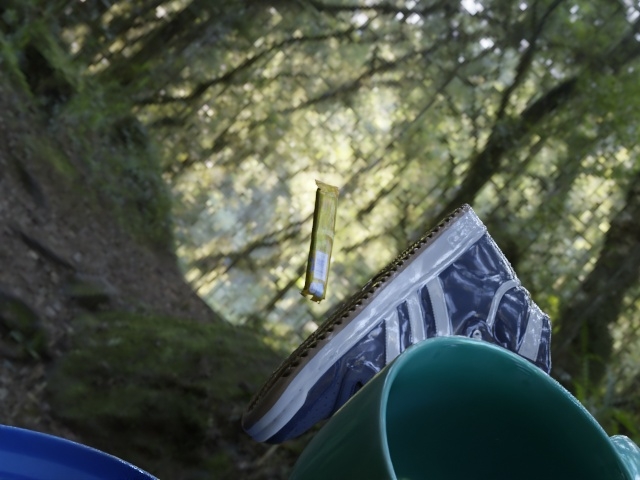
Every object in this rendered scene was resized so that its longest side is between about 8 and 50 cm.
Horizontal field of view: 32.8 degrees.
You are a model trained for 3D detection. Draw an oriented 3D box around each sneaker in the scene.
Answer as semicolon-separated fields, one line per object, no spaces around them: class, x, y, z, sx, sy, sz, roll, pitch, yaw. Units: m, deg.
sneaker;0.077;0.103;0.869;0.153;0.282;0.099;50;-31;-1

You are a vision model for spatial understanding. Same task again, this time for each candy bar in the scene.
candy bar;0.000;0.000;1.374;0.040;0.161;0.018;21;-23;-35

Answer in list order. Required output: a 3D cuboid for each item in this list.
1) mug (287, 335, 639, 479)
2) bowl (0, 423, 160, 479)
mug;0.060;0.121;0.424;0.157;0.097;0.129;27;38;-20
bowl;-0.277;0.248;0.863;0.391;0.077;0.391;14;8;-2
